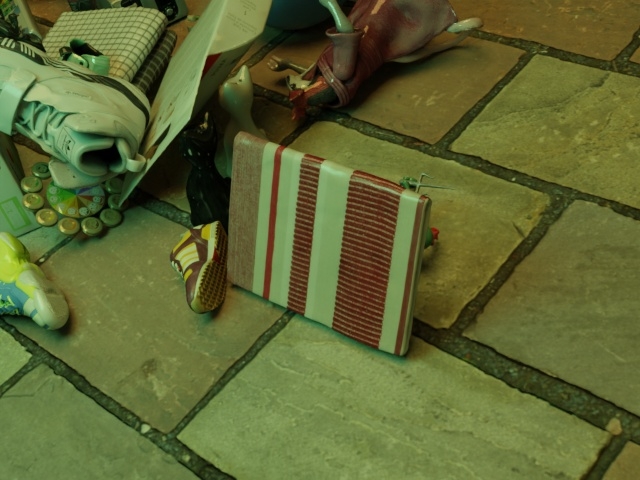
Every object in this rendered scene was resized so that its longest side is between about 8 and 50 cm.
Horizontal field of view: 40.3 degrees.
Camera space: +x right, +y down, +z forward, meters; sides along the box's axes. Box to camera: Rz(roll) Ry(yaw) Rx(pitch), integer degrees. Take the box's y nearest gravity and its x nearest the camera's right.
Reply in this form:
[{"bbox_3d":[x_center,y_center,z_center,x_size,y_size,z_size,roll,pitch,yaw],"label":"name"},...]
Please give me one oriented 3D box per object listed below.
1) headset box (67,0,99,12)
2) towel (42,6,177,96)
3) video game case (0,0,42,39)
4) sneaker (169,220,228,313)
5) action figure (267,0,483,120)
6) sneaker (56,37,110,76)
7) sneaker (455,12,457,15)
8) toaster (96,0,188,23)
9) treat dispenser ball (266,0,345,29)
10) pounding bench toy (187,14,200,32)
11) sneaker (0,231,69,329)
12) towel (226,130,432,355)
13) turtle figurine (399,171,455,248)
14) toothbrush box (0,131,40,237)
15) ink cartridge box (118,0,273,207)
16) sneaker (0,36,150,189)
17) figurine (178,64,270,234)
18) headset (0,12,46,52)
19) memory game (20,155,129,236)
[{"bbox_3d":[-0.552,-0.549,2.052,0.062,0.083,0.032,1,46,16],"label":"headset box"},{"bbox_3d":[-0.459,-0.358,1.800,0.283,0.121,0.235,3,53,26],"label":"towel"},{"bbox_3d":[-0.767,-0.427,1.953,0.300,0.036,0.329,-40,44,5],"label":"video game case"},{"bbox_3d":[-0.193,0.048,1.341,0.084,0.069,0.185,-13,36,16],"label":"sneaker"},{"bbox_3d":[0.072,-0.343,1.628,0.275,0.248,0.370,40,73,-5],"label":"action figure"},{"bbox_3d":[-0.416,-0.251,1.597,0.094,0.151,0.256,-20,67,-49],"label":"sneaker"},{"bbox_3d":[0.241,-0.439,1.735,0.083,0.037,0.032,-38,45,-24],"label":"sneaker"},{"bbox_3d":[-0.418,-0.554,1.999,0.168,0.110,0.185,-30,44,-16],"label":"toaster"},{"bbox_3d":[-0.063,-0.579,1.789,0.288,0.288,0.288,-8,43,8],"label":"treat dispenser ball"},{"bbox_3d":[-0.242,-0.456,1.863,0.065,0.083,0.052,-38,47,-22],"label":"pounding bench toy"},{"bbox_3d":[-0.489,0.092,1.380,0.126,0.091,0.240,-45,47,-3],"label":"sneaker"},{"bbox_3d":[0.000,0.000,1.213,0.329,0.237,0.037,22,28,33],"label":"towel"},{"bbox_3d":[0.080,-0.015,1.279,0.234,0.118,0.175,-8,16,31],"label":"turtle figurine"},{"bbox_3d":[-0.620,-0.151,1.567,0.122,0.206,0.283,-24,42,-9],"label":"toothbrush box"},{"bbox_3d":[-0.213,-0.258,1.524,0.308,0.091,0.385,-38,33,48],"label":"ink cartridge box"},{"bbox_3d":[-0.449,-0.205,1.410,0.366,0.137,0.210,13,33,-24],"label":"sneaker"},{"bbox_3d":[-0.152,-0.152,1.420,0.092,0.209,0.215,13,49,20],"label":"figurine"},{"bbox_3d":[-0.704,-0.344,1.722,0.394,0.185,0.243,-9,72,29],"label":"headset"},{"bbox_3d":[-0.423,-0.080,1.511,0.186,0.012,0.186,13,48,-14],"label":"memory game"}]
